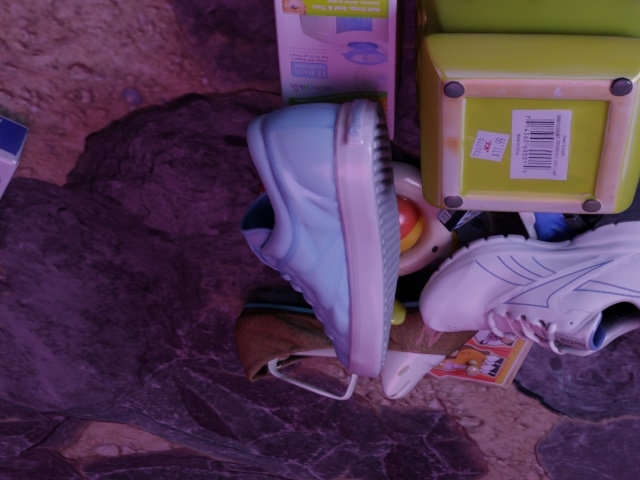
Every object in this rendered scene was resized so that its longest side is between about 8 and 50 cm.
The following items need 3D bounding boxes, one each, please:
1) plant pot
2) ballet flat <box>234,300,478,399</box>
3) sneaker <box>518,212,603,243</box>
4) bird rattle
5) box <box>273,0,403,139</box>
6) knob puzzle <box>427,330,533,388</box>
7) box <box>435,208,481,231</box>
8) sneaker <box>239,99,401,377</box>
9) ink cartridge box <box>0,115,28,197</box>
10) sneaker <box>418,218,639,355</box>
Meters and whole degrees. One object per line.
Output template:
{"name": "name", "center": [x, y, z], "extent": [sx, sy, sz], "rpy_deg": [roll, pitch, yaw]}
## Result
{"name": "plant pot", "center": [0.193, -0.151, 1.033], "extent": [0.227, 0.207, 0.228], "rpy_deg": [3, 139, 7]}
{"name": "ballet flat", "center": [0.049, 0.138, 1.433], "extent": [0.342, 0.124, 0.116], "rpy_deg": [-3, 168, 18]}
{"name": "sneaker", "center": [0.284, -0.011, 1.294], "extent": [0.084, 0.058, 0.152], "rpy_deg": [-6, 132, 29]}
{"name": "bird rattle", "center": [0.044, -0.024, 1.309], "extent": [0.207, 0.143, 0.253], "rpy_deg": [-21, 120, 14]}
{"name": "box", "center": [0.021, -0.203, 1.080], "extent": [0.114, 0.103, 0.203], "rpy_deg": [4, 140, 5]}
{"name": "knob puzzle", "center": [0.179, 0.137, 1.509], "extent": [0.213, 0.030, 0.213], "rpy_deg": [5, 140, 4]}
{"name": "box", "center": [0.189, -0.072, 1.216], "extent": [0.027, 0.094, 0.137], "rpy_deg": [48, 139, 12]}
{"name": "sneaker", "center": [0.000, 0.000, 1.166], "extent": [0.150, 0.135, 0.366], "rpy_deg": [5, 134, 12]}
{"name": "ink cartridge box", "center": [-0.546, -0.088, 1.340], "extent": [0.324, 0.071, 0.330], "rpy_deg": [24, 141, -19]}
{"name": "sneaker", "center": [0.246, 0.063, 1.245], "extent": [0.297, 0.129, 0.111], "rpy_deg": [-12, 141, 23]}
